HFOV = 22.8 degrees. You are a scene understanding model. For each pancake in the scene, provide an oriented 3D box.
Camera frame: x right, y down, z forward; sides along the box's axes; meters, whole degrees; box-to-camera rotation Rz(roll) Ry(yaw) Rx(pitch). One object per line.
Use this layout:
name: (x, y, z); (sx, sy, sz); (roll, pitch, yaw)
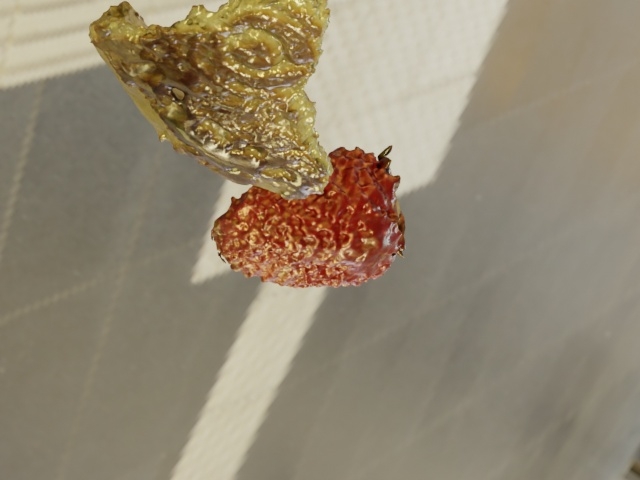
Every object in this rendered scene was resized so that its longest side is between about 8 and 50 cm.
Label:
pancake: (-0.058, -0.140, 1.318); (0.244, 0.266, 0.057); (-35, -141, 42)

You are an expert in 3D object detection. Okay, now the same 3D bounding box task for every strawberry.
strawberry: (0.004, 0.002, 1.631); (0.208, 0.087, 0.167); (-26, 126, -17)
